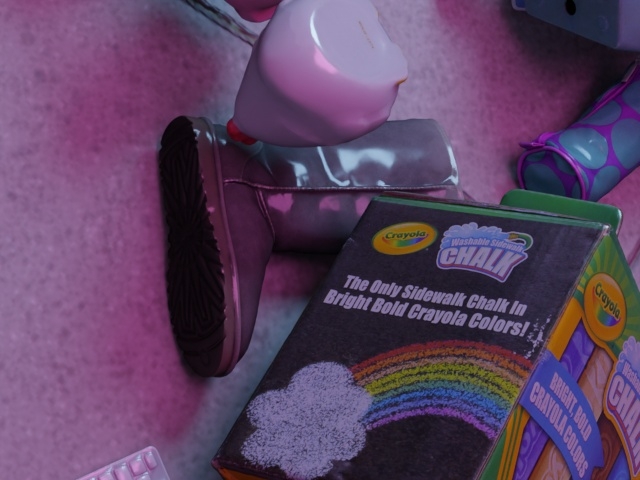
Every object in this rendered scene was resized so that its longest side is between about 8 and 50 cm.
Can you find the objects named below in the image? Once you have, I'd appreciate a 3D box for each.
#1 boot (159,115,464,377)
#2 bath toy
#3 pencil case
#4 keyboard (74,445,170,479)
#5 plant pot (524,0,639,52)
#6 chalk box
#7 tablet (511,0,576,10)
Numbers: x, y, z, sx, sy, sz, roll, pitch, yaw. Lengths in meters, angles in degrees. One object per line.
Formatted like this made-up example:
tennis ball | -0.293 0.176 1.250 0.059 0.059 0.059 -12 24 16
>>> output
boot | 0.001 0.001 1.263 0.208 0.076 0.190 6 75 -35
bath toy | -0.054 -0.208 1.219 0.151 0.129 0.348 -7 68 -45
pencil case | 0.213 -0.079 1.401 0.151 0.064 0.070 -39 112 -32
keyboard | -0.083 0.257 1.166 0.072 0.014 0.256 -22 87 -32
plant pot | 0.272 -0.227 1.388 0.234 0.165 0.165 -20 121 -30
chalk box | 0.100 0.093 1.187 0.289 0.180 0.179 -57 138 -28
tablet | 0.179 -0.200 1.452 0.083 0.006 0.054 0 76 -29
